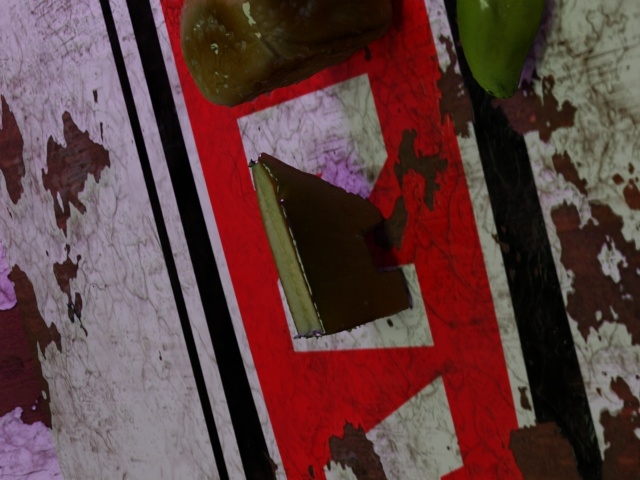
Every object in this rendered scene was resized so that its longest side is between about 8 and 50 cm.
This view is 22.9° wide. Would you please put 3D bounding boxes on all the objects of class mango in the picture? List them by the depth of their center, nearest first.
[{"bbox_3d":[0.173,-0.216,1.555,0.091,0.074,0.165,34,132,48],"label":"mango"}]

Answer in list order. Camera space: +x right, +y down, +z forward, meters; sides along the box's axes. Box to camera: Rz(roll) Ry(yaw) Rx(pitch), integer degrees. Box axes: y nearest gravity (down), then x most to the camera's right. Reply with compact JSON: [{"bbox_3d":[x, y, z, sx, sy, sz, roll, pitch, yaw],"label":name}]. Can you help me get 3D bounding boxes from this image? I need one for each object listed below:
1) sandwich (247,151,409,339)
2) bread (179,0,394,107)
[{"bbox_3d":[0.000,0.000,1.921,0.122,0.128,0.235,-32,75,64],"label":"sandwich"},{"bbox_3d":[-0.055,-0.268,1.814,0.246,0.195,0.176,-24,86,61],"label":"bread"}]
